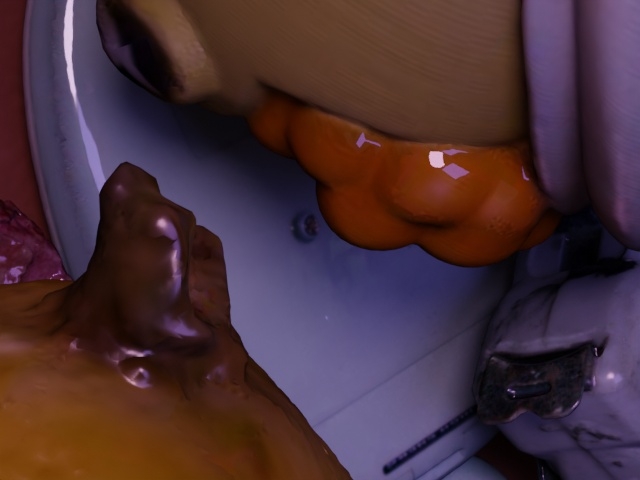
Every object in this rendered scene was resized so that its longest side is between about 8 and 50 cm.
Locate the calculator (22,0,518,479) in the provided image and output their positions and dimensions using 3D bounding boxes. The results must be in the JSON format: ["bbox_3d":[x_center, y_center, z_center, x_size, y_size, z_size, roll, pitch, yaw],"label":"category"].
[{"bbox_3d":[0.000,0.000,0.600,0.184,0.042,0.295,-30,106,-30],"label":"calculator"}]

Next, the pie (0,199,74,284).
[{"bbox_3d":[-0.135,0.051,0.513,0.154,0.036,0.154,-2,94,-34],"label":"pie"}]

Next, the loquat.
[{"bbox_3d":[-0.070,0.099,0.403,0.213,0.213,0.246,9,112,-34],"label":"loquat"}]

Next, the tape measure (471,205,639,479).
[{"bbox_3d":[0.174,0.087,0.670,0.330,0.084,0.164,43,55,-39],"label":"tape measure"}]

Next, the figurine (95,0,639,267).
[{"bbox_3d":[-0.023,-0.137,0.463,0.382,0.205,0.224,18,64,-13],"label":"figurine"}]
